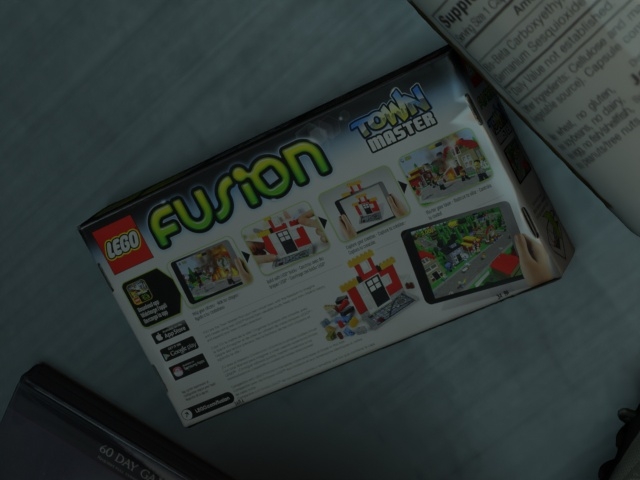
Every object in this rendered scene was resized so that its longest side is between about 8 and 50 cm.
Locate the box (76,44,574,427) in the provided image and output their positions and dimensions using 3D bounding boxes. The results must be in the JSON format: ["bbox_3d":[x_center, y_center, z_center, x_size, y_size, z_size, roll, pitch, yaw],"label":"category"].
[{"bbox_3d":[0.000,0.000,0.832,0.207,0.036,0.114,-23,99,24],"label":"box"}]

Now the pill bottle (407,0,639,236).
[{"bbox_3d":[0.097,-0.123,0.705,0.229,0.131,0.131,46,116,-1],"label":"pill bottle"}]

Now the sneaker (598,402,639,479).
[{"bbox_3d":[0.159,0.122,0.800,0.271,0.100,0.108,-41,68,29],"label":"sneaker"}]

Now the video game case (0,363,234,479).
[{"bbox_3d":[-0.122,0.224,0.957,0.196,0.026,0.274,30,116,7],"label":"video game case"}]
